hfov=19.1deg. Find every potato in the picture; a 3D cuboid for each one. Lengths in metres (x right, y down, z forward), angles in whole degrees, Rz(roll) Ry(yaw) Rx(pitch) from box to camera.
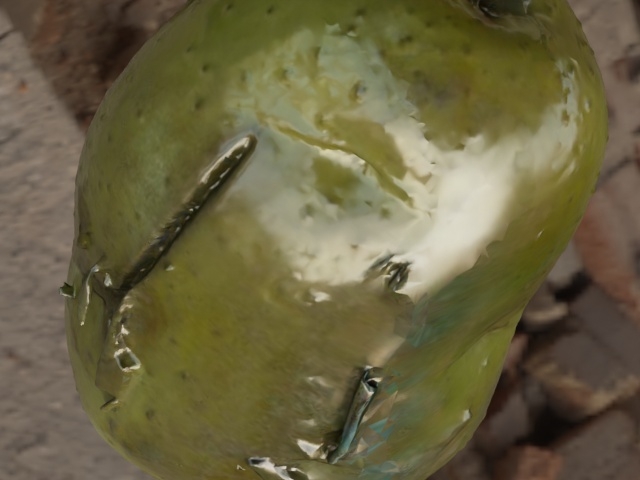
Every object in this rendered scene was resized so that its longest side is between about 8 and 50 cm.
[{"bbox_3d":[0.000,0.000,0.622,0.169,0.248,0.143,-10,58,-31],"label":"potato"}]
